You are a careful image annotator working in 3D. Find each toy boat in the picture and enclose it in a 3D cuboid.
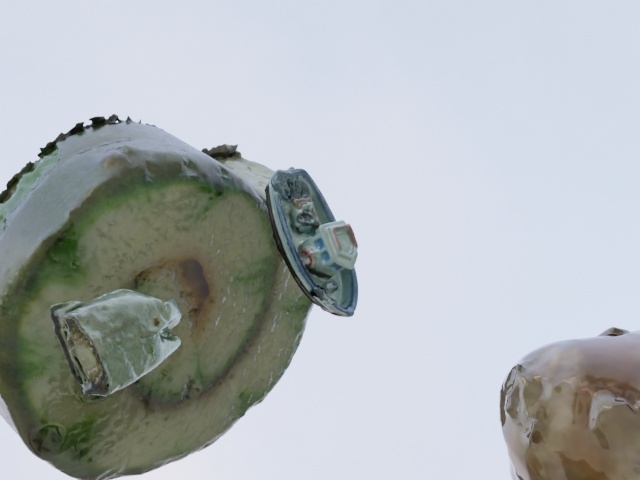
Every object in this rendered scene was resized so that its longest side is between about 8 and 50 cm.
[{"bbox_3d":[0.000,0.000,0.870,0.059,0.140,0.066,-14,-12,-37],"label":"toy boat"}]

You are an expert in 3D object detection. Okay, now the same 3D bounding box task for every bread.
[{"bbox_3d":[-0.151,0.049,0.989,0.382,0.129,0.366,-41,-41,-25],"label":"bread"}]

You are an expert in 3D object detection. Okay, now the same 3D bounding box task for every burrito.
[{"bbox_3d":[-0.145,0.067,0.773,0.044,0.118,0.074,-20,-88,35],"label":"burrito"}]

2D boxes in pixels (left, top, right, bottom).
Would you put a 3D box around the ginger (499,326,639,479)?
[{"bbox_3d":[0.156,0.165,0.453,0.256,0.375,0.176,37,-37,-10],"label":"ginger"}]
